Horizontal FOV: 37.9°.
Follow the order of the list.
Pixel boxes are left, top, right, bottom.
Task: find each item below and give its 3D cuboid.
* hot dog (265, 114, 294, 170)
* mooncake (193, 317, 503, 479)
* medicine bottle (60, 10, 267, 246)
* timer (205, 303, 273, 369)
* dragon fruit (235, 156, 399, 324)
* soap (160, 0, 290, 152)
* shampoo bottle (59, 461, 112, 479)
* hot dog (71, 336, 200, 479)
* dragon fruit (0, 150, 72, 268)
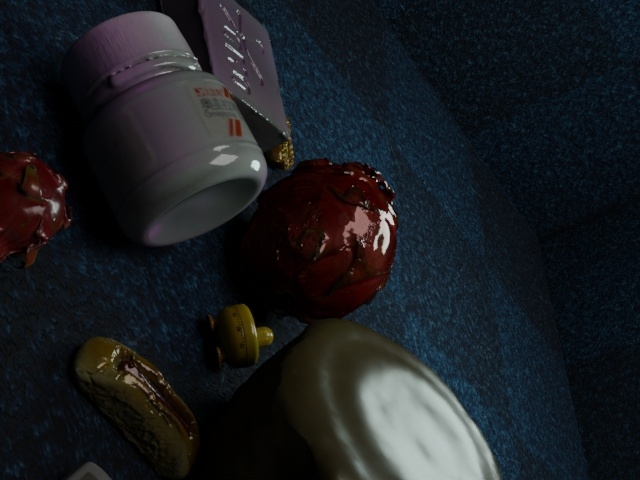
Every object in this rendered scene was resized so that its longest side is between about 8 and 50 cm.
[{"bbox_3d":[-0.092,-0.221,2.033,0.071,0.045,0.165,43,31,-45],"label":"hot dog"},{"bbox_3d":[0.054,0.352,1.393,0.467,0.262,0.467,34,24,-18],"label":"mooncake"},{"bbox_3d":[-0.245,-0.169,1.420,0.302,0.241,0.241,61,22,13],"label":"medicine bottle"},{"bbox_3d":[-0.125,0.156,1.526,0.107,0.109,0.107,170,-90,-73],"label":"timer"},{"bbox_3d":[0.000,0.000,1.712,0.296,0.295,0.302,55,52,-22],"label":"dragon fruit"},{"bbox_3d":[-0.193,-0.354,1.882,0.285,0.107,0.296,29,43,-57],"label":"soap"},{"bbox_3d":[-0.305,0.338,1.039,0.086,0.056,0.227,62,24,-6],"label":"shampoo bottle"},{"bbox_3d":[-0.237,0.225,1.272,0.242,0.073,0.084,55,21,-23],"label":"hot dog"},{"bbox_3d":[-0.379,-0.041,1.157,0.136,0.133,0.166,41,43,-27],"label":"dragon fruit"}]
